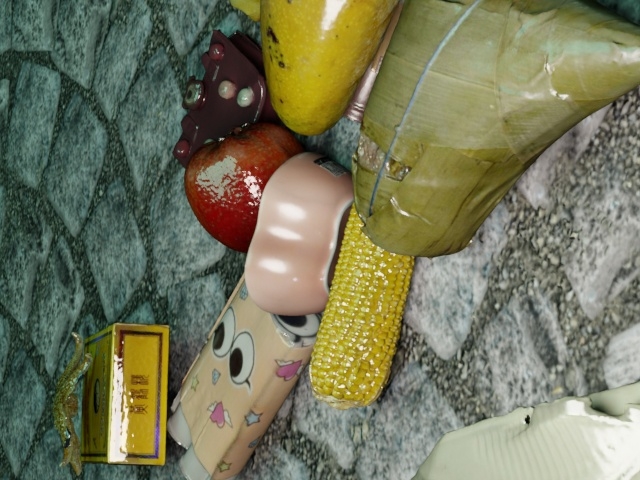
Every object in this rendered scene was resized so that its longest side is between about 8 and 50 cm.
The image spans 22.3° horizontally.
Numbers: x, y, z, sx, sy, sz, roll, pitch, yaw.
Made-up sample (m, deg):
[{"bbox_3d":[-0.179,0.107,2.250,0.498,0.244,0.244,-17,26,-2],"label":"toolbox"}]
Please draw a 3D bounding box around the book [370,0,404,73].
[{"bbox_3d":[0.138,-0.253,1.841,0.012,0.118,0.172,-45,-25,-70],"label":"book"}]

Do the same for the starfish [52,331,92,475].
[{"bbox_3d":[-0.365,0.239,2.382,0.176,0.053,0.208,137,140,-82],"label":"starfish"}]

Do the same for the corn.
[{"bbox_3d":[0.060,0.056,1.904,0.106,0.106,0.293,23,100,55],"label":"corn"}]

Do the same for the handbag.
[{"bbox_3d":[-0.125,-0.169,2.237,0.216,0.074,0.203,45,121,50],"label":"handbag"}]

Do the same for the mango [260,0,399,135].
[{"bbox_3d":[0.005,-0.269,1.791,0.175,0.176,0.330,32,112,29],"label":"mango"}]

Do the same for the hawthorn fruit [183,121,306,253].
[{"bbox_3d":[-0.081,-0.055,2.079,0.169,0.169,0.188,-12,101,55],"label":"hawthorn fruit"}]

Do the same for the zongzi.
[{"bbox_3d":[0.188,-0.105,1.664,0.393,0.174,0.356,43,121,52],"label":"zongzi"}]

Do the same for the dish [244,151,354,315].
[{"bbox_3d":[0.000,0.000,1.968,0.090,0.213,0.213,15,98,25],"label":"dish"}]

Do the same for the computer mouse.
[{"bbox_3d":[0.248,0.231,1.477,0.429,0.228,0.146,-28,62,53],"label":"computer mouse"}]

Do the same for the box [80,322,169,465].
[{"bbox_3d":[-0.283,0.225,2.319,0.301,0.084,0.193,154,117,-73],"label":"box"}]

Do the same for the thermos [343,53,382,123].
[{"bbox_3d":[0.086,-0.258,1.924,0.124,0.098,0.232,-79,10,-70],"label":"thermos"}]

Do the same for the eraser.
[{"bbox_3d":[-0.102,0.182,2.129,0.291,0.087,0.171,-60,35,32],"label":"eraser"}]

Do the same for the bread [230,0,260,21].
[{"bbox_3d":[-0.077,-0.408,2.176,0.233,0.088,0.161,-36,73,52],"label":"bread"}]
